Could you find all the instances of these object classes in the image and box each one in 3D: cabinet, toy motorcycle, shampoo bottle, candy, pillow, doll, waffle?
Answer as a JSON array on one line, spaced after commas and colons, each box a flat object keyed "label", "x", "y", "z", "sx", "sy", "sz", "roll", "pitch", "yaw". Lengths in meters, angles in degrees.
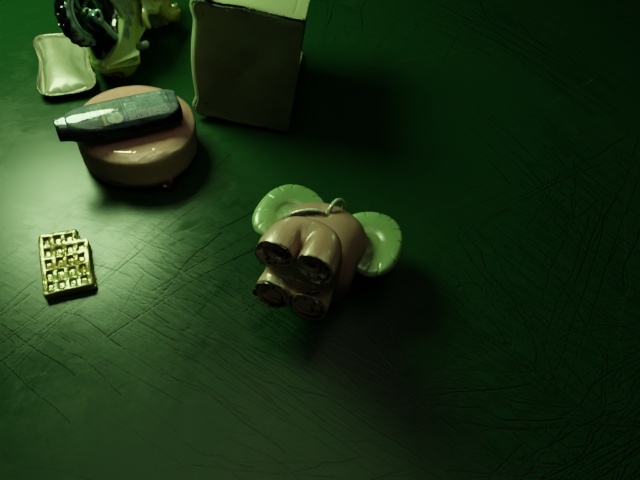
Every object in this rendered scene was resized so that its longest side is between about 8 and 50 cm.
[{"label": "cabinet", "x": -0.146, "y": -0.476, "z": 1.202, "sx": 0.228, "sy": 0.290, "sz": 0.317, "roll": 10, "pitch": 52, "yaw": -4}, {"label": "toy motorcycle", "x": -0.466, "y": -0.549, "z": 1.241, "sx": 0.169, "sy": 0.237, "sz": 0.410, "roll": 6, "pitch": 51, "yaw": 13}, {"label": "shampoo bottle", "x": -0.392, "y": -0.241, "z": 1.027, "sx": 0.234, "sy": 0.049, "sz": 0.087, "roll": -20, "pitch": 62, "yaw": -21}, {"label": "candy", "x": -0.378, "y": -0.216, "z": 1.103, "sx": 0.256, "sy": 0.094, "sz": 0.255, "roll": 4, "pitch": 54, "yaw": -6}, {"label": "pillow", "x": -0.607, "y": -0.424, "z": 1.248, "sx": 0.131, "sy": 0.038, "sz": 0.232, "roll": -12, "pitch": 58, "yaw": -20}, {"label": "doll", "x": 0.000, "y": 0.000, "z": 0.937, "sx": 0.284, "sy": 0.216, "sz": 0.268, "roll": 19, "pitch": 48, "yaw": 8}, {"label": "waffle", "x": -0.462, "y": 0.039, "z": 0.957, "sx": 0.092, "sy": 0.021, "sz": 0.135, "roll": -13, "pitch": 59, "yaw": -15}]
